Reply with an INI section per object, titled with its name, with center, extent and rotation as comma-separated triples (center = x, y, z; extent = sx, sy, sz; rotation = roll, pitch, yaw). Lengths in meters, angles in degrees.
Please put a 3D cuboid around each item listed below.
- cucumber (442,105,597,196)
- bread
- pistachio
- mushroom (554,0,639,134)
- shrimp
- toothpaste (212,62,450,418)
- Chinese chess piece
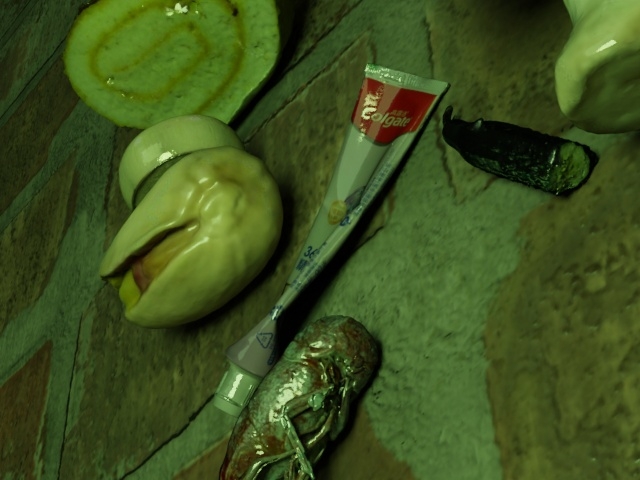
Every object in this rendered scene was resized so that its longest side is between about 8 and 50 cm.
[cucumber]
center = 0.117, -0.064, 0.740
extent = 0.043, 0.039, 0.163
rotation = -44, 29, -11
[bread]
center = -0.124, -0.215, 1.107
extent = 0.257, 0.186, 0.124
rotation = -38, 20, 29
[pistachio]
center = -0.107, 0.003, 0.968
extent = 0.200, 0.117, 0.145
rotation = -46, -6, 39
[mushroom]
center = 0.111, -0.256, 0.659
extent = 0.315, 0.315, 0.356
rotation = 2, 68, 58
[shrimp]
center = -0.024, 0.138, 0.764
extent = 0.190, 0.073, 0.075
rotation = -57, -15, -10
[toothpaste]
center = 0.000, 0.000, 0.864
extent = 0.301, 0.048, 0.075
rotation = -62, 25, -4
[Chinese chess piece]
center = -0.126, -0.062, 1.033
extent = 0.122, 0.122, 0.051
rotation = -45, 52, 27
